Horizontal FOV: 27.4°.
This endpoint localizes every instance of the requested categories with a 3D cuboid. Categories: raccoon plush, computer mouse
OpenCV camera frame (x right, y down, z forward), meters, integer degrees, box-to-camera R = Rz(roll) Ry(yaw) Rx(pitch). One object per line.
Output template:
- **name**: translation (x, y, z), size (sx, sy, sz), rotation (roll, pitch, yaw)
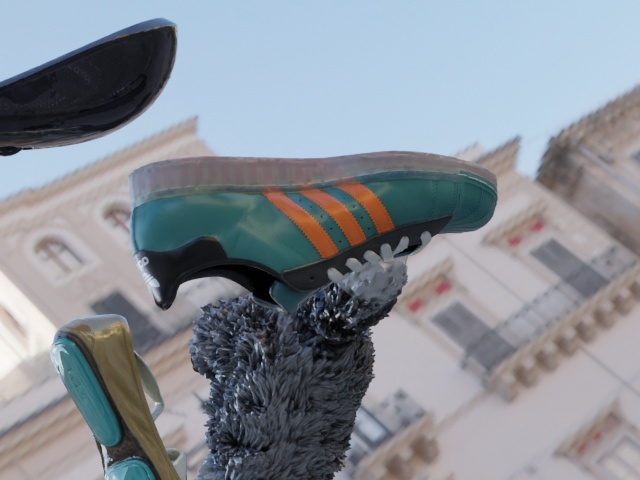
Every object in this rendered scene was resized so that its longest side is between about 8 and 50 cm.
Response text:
- **raccoon plush**: translation (-0.043, 0.204, 1.400), size (0.446, 0.216, 0.299), rotation (107, 168, -64)
- **computer mouse**: translation (-0.232, -0.103, 1.101), size (0.272, 0.072, 0.188), rotation (-26, 4, -13)

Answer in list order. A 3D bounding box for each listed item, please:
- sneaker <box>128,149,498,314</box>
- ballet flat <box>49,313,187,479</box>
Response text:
- **sneaker**: translation (0.000, 0.000, 1.047), size (0.302, 0.121, 0.108), rotation (-3, -14, -12)
- **ballet flat**: translation (-0.148, 0.168, 1.091), size (0.080, 0.232, 0.073), rotation (-15, 7, 44)
